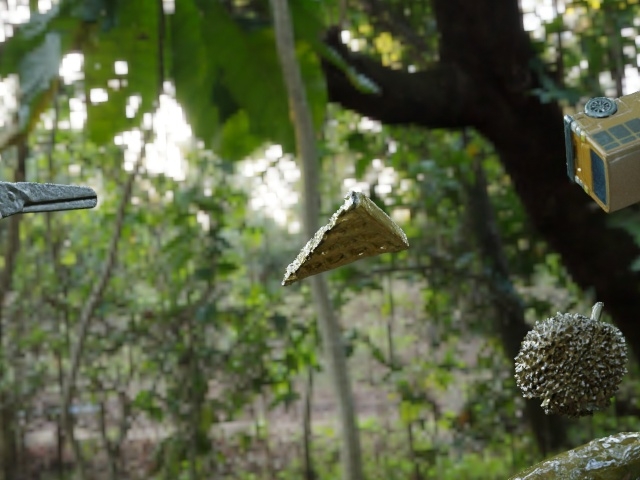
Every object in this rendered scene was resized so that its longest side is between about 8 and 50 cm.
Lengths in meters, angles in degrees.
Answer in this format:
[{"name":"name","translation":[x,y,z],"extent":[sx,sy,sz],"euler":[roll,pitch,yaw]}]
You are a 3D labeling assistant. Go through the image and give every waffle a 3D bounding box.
[{"name":"waffle","translation":[0.000,0.000,1.348],"extent":[0.153,0.023,0.097],"euler":[-18,-37,31]}]

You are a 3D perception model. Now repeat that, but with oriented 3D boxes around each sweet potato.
[{"name":"sweet potato","translation":[0.174,0.309,1.365],"extent":[0.423,0.130,0.130],"euler":[-41,-9,0]}]

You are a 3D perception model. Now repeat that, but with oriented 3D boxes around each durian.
[{"name":"durian","translation":[0.183,0.085,1.018],"extent":[0.080,0.091,0.080],"euler":[21,-1,1]}]

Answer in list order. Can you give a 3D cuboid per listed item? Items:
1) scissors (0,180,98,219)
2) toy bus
[{"name":"scissors","translation":[-0.298,-0.036,1.256],"extent":[0.024,0.160,0.317],"euler":[-29,-12,25]},{"name":"toy bus","translation":[0.355,-0.108,1.455],"extent":[0.182,0.091,0.103],"euler":[-21,40,-10]}]
